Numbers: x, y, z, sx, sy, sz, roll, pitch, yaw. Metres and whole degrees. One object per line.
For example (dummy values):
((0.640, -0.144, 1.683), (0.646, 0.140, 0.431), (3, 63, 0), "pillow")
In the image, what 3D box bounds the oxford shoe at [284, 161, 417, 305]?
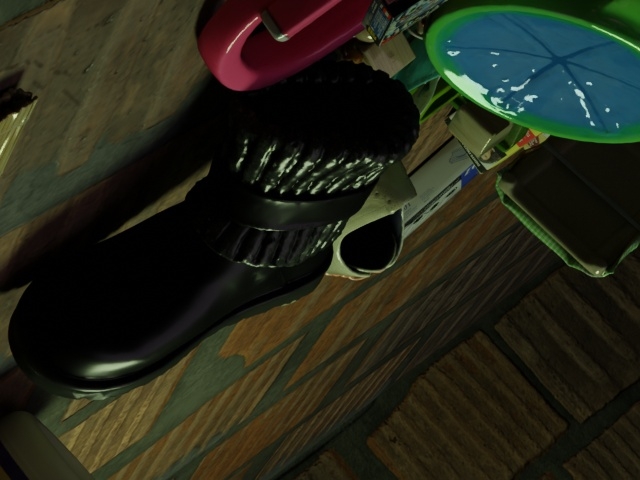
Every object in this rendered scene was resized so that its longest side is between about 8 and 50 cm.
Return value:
((0.000, 0.000, 1.986), (0.140, 0.146, 0.397), (-38, 168, -21), "oxford shoe")

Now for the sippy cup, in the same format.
((0.232, -0.235, 1.642), (0.240, 0.305, 0.224), (42, 61, -50), "sippy cup")

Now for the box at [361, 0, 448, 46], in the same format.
((0.099, -0.206, 1.475), (0.137, 0.027, 0.094), (-34, 177, -8), "box")

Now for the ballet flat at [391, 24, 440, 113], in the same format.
((0.038, -0.121, 1.784), (0.247, 0.087, 0.083), (-39, -162, -17), "ballet flat")

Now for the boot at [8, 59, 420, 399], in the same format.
((-0.094, -0.016, 1.615), (0.348, 0.131, 0.260), (-28, 163, -32), "boot")

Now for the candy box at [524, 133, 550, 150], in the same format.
((0.380, -0.198, 2.339), (0.183, 0.087, 0.316), (-30, -170, -22), "candy box")

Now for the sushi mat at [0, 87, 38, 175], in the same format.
((-0.304, 0.016, 1.357), (0.151, 0.019, 0.316), (-34, 167, -40), "sushi mat")

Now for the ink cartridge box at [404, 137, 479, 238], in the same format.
((0.160, -0.084, 2.464), (0.207, 0.046, 0.097), (-41, 170, -4), "ink cartridge box")

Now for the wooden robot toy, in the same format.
((0.037, -0.183, 1.711), (0.173, 0.076, 0.079), (-40, 133, -11), "wooden robot toy")

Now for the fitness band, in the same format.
((0.036, -0.209, 1.471), (0.291, 0.054, 0.209), (-34, 174, 9), "fitness band")

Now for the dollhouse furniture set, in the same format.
((0.232, -0.074, 2.092), (0.197, 0.301, 0.151), (-37, 165, -34), "dollhouse furniture set")

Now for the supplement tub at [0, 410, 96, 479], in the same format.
((-0.352, 0.360, 1.912), (0.331, 0.241, 0.241), (-40, 168, -7), "supplement tub")

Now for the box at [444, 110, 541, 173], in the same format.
((0.242, -0.162, 2.234), (0.058, 0.087, 0.232), (-34, 180, -34), "box")
